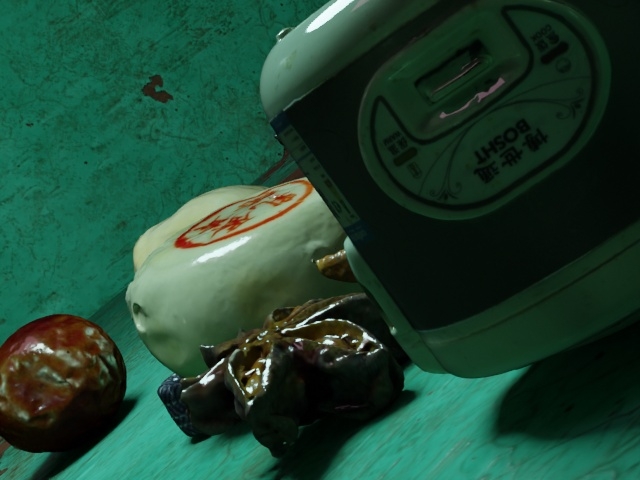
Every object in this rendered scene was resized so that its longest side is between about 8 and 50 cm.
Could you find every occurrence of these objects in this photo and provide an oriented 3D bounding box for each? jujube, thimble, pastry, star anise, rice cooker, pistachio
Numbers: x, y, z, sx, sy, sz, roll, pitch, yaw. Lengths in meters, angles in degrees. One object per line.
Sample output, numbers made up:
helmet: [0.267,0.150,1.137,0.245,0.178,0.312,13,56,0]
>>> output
jujube: [-0.349,0.191,1.964,0.190,0.190,0.255,-38,1,-8]
thimble: [-0.114,0.152,1.503,0.095,0.066,0.104,-36,8,-5]
pastry: [-0.061,0.034,1.438,0.264,0.133,0.265,-24,12,6]
star anise: [-0.006,0.105,1.200,0.220,0.099,0.214,-25,18,-32]
rice cooker: [0.128,-0.069,0.911,0.288,0.277,0.288,-33,5,3]
pistachio: [-0.150,0.016,2.037,0.187,0.187,0.299,-34,7,26]

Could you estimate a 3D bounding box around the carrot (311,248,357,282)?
carrot: [0.090,0.010,1.219,0.224,0.057,0.057,-12,20,29]

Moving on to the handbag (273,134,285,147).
handbag: [0.064,-0.157,1.822,0.181,0.254,0.181,-41,2,-39]
